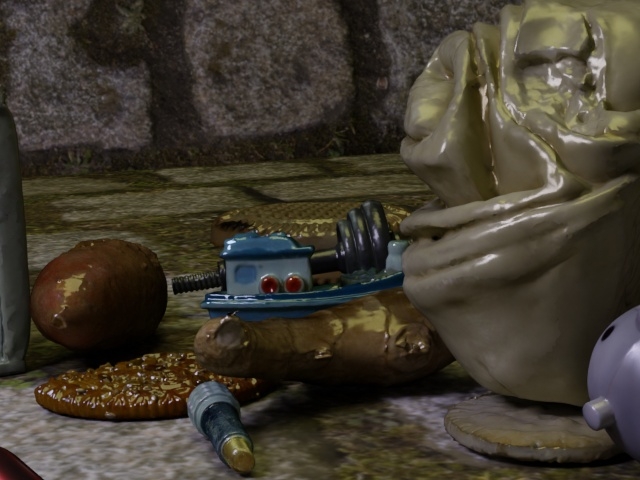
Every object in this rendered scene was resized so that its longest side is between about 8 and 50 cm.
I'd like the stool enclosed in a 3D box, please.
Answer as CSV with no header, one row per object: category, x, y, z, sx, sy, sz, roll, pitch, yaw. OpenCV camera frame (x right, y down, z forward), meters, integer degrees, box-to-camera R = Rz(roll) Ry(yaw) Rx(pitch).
stool,-0.405,0.000,1.148,0.269,0.244,0.170,-7,9,-29

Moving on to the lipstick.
lipstick,-0.065,0.130,0.908,0.037,0.037,0.116,-4,13,-13

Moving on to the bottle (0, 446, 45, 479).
bottle,-0.177,0.150,0.737,0.060,0.060,0.164,-7,10,-28

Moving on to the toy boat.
toy boat,0.009,0.035,1.240,0.237,0.098,0.109,-3,0,4

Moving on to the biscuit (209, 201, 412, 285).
biscuit,0.000,0.000,1.569,0.259,0.079,0.259,-2,9,0

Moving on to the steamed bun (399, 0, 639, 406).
steamed bun,0.159,-0.041,0.987,0.203,0.289,0.276,17,7,23

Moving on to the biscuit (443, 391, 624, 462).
biscuit,0.158,0.124,0.922,0.152,0.020,0.152,-3,9,0

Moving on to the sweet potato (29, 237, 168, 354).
sweet potato,-0.193,0.047,1.265,0.109,0.109,0.385,-2,2,2

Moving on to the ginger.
ginger,0.023,0.077,1.046,0.148,0.081,0.333,8,9,43

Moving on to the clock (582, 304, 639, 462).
clock,0.280,0.071,0.829,0.254,0.189,0.189,-21,16,-24

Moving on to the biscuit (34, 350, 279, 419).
biscuit,-0.112,0.111,1.059,0.206,0.025,0.126,-9,11,-34

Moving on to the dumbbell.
dumbbell,-0.026,0.026,1.367,0.254,0.110,0.110,-9,9,-4
